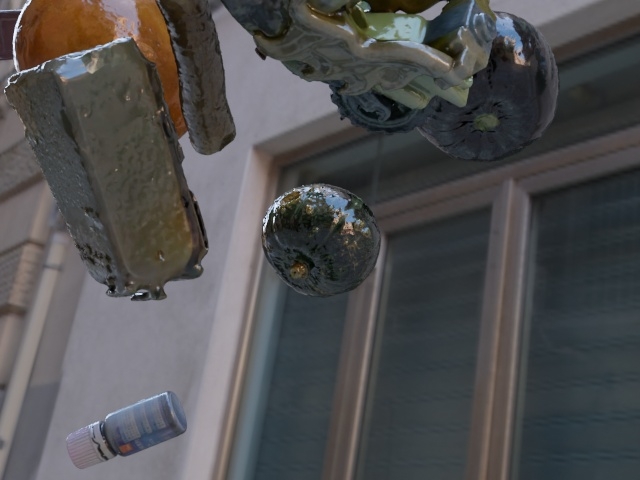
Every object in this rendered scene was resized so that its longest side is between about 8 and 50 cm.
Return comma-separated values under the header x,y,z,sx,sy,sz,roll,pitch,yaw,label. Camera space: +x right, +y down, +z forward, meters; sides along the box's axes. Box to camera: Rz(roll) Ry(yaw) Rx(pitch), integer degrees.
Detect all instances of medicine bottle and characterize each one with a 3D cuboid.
x,y,z,sx,sy,sz,roll,pitch,yaw,label
-0.341,0.334,1.789,0.203,0.084,0.083,-21,-27,3,medicine bottle

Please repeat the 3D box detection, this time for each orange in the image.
x,y,z,sx,sy,sz,roll,pitch,yaw,label
-0.295,-0.256,1.455,0.226,0.284,0.284,-34,-41,21,orange

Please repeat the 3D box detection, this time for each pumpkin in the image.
x,y,z,sx,sy,sz,roll,pitch,yaw,label
-0.001,0.000,1.532,0.190,0.146,0.190,10,-59,16,pumpkin
0.317,-0.302,1.983,0.315,0.239,0.315,-4,-40,-3,pumpkin

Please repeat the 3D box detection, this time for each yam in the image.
x,y,z,sx,sy,sz,roll,pitch,yaw,label
-0.148,-0.215,1.224,0.066,0.066,0.300,6,-34,8,yam

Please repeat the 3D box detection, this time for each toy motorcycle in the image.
x,y,z,sx,sy,sz,roll,pitch,yaw,label
0.023,-0.270,1.071,0.237,0.169,0.410,-17,-46,38,toy motorcycle

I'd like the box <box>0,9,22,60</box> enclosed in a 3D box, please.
x,y,z,sx,sy,sz,roll,pitch,yaw,label
-0.546,-0.364,1.794,0.060,0.085,0.063,-8,21,-18,box

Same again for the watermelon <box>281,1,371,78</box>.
x,y,z,sx,sy,sz,roll,pitch,yaw,label
0.011,-0.353,1.608,0.231,0.146,0.128,-26,-25,17,watermelon

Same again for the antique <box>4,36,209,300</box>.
x,y,z,sx,sy,sz,roll,pitch,yaw,label
-0.226,-0.071,1.136,0.125,0.284,0.150,-28,14,-35,antique
